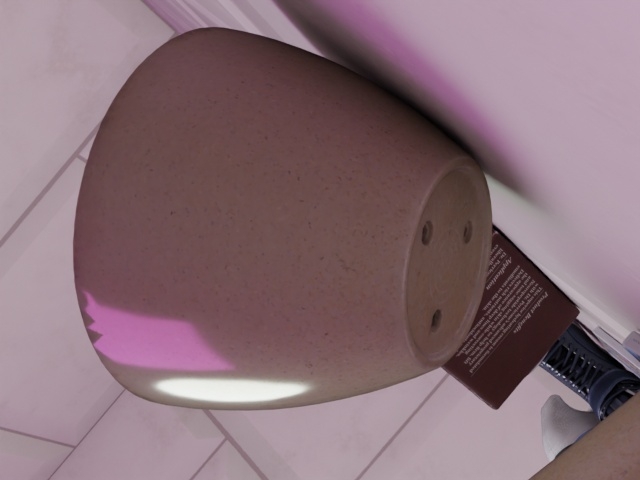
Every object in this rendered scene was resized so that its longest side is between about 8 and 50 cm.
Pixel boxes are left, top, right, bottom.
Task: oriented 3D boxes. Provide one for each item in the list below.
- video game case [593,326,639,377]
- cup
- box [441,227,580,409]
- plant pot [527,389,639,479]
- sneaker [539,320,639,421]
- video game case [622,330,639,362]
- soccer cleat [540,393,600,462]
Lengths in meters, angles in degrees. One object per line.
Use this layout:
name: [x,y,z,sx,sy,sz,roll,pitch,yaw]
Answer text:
video game case: [0.399,0.156,1.280,0.087,0.011,0.122,41,-178,32]
cup: [0.000,0.000,0.812,0.237,0.331,0.331,11,166,30]
box: [0.176,0.070,1.247,0.203,0.168,0.167,40,-179,-35]
plant pot: [0.301,0.315,0.950,0.334,0.305,0.334,41,-176,-4]
sneaker: [0.372,0.187,1.378,0.226,0.086,0.163,30,-164,-17]
video game case: [0.402,0.179,0.945,0.201,0.023,0.183,39,-178,-25]
soccer cleat: [0.479,0.301,1.480,0.331,0.116,0.143,14,-142,-19]
